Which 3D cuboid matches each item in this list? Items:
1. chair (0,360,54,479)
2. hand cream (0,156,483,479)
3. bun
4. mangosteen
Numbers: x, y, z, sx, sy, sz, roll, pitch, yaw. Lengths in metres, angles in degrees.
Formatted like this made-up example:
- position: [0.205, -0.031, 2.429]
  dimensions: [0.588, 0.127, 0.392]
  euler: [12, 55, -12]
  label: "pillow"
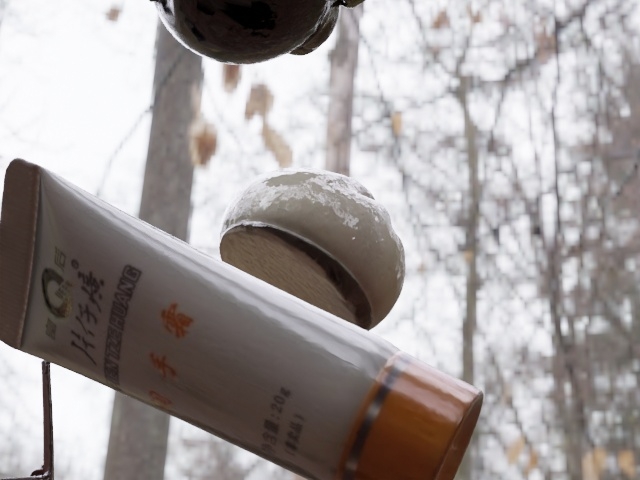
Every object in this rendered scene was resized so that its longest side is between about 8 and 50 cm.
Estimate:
- position: [-0.390, 0.303, 1.755]
  dimensions: [0.175, 0.327, 0.183]
  euler: [-17, -15, 37]
  label: "chair"
- position: [-0.059, 0.057, 0.941]
  dimensions: [0.314, 0.089, 0.140]
  euler: [22, -56, 18]
  label: "hand cream"
- position: [0.000, 0.000, 1.408]
  dimensions: [0.172, 0.120, 0.173]
  euler: [27, -27, 15]
  label: "bun"
- position: [-0.057, -0.275, 1.506]
  dimensions: [0.243, 0.243, 0.243]
  euler: [2, -35, 1]
  label: "mangosteen"
